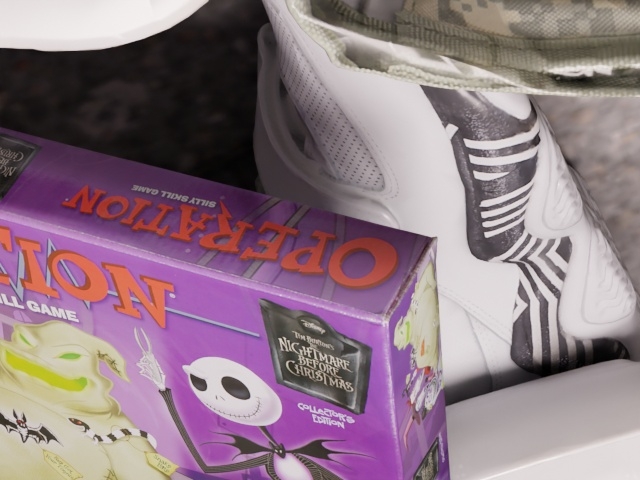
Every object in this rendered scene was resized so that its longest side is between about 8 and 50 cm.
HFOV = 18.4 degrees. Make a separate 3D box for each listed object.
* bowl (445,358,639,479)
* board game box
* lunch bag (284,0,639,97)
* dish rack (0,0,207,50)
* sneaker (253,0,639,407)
[{"bbox_3d":[0.094,0.104,0.820,0.142,0.053,0.142,-16,143,-5],"label":"bowl"},{"bbox_3d":[-0.118,0.042,0.747,0.347,0.056,0.208,14,135,21],"label":"board game box"},{"bbox_3d":[0.107,-0.173,0.581,0.287,0.235,0.169,-26,126,15],"label":"lunch bag"},{"bbox_3d":[-0.148,-0.222,0.493,0.285,0.072,0.333,3,107,-6],"label":"dish rack"},{"bbox_3d":[0.000,0.000,0.799,0.210,0.137,0.366,-26,138,8],"label":"sneaker"}]
